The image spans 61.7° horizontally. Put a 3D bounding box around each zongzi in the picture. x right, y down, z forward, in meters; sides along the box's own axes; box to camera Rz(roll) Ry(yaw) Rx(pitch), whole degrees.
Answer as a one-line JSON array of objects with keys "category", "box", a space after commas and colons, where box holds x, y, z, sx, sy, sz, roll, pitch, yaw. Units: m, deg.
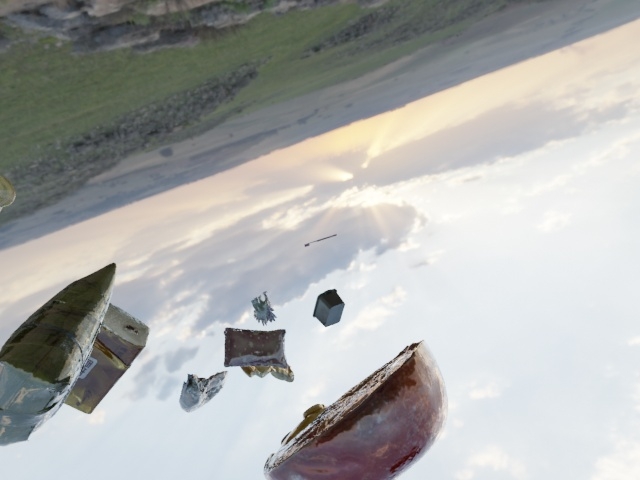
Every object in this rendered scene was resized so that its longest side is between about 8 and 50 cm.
[{"category": "zongzi", "box": [-0.451, 0.184, 0.897, 0.251, 0.125, 0.274, -44, -160, 29]}]

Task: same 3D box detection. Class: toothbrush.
[{"category": "toothbrush", "box": [0.000, 0.000, 1.418, 0.097, 0.008, 0.006, -19, -179, 20]}]

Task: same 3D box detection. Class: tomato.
[{"category": "tomato", "box": [0.076, 0.304, 0.828, 0.338, 0.144, 0.338, -38, 168, -10]}]

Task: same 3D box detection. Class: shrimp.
[{"category": "shrimp", "box": [-0.332, 0.416, 1.531, 0.164, 0.062, 0.317, -37, 163, -24]}]

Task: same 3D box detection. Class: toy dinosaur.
[{"category": "toy dinosaur", "box": [-0.154, 0.185, 1.412, 0.039, 0.082, 0.209, -25, 176, -19]}]

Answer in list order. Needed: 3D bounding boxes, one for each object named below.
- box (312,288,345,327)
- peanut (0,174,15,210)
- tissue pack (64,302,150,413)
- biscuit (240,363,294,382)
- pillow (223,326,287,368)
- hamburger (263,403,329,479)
[{"category": "box", "box": [0.031, 0.231, 1.809, 0.084, 0.122, 0.069, -17, -133, -33]}, {"category": "peanut", "box": [-0.624, -0.032, 0.852, 0.263, 0.117, 0.101, -27, -174, -16]}, {"category": "tissue pack", "box": [-0.499, 0.234, 1.132, 0.226, 0.183, 0.092, -47, -157, 16]}, {"category": "biscuit", "box": [-0.209, 0.455, 1.974, 0.045, 0.154, 0.299, -51, 144, 8]}, {"category": "pillow", "box": [-0.182, 0.305, 1.516, 0.185, 0.118, 0.043, 2, 171, -12]}, {"category": "hamburger", "box": [-0.017, 0.550, 1.350, 0.261, 0.186, 0.303, -50, 161, -18]}]
